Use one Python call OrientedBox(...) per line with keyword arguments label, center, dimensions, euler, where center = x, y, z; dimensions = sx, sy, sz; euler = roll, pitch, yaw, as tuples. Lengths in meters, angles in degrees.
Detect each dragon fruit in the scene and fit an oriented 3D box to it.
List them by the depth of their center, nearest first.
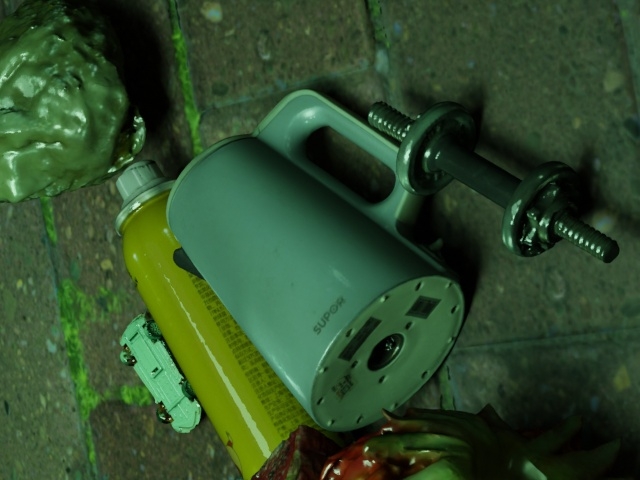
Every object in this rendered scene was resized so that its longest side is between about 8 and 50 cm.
OrientedBox(label="dragon fruit", center=(0.005, 0.243, 1.543), dimensions=(0.120, 0.161, 0.127), euler=(-46, 33, 40))

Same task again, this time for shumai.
OrientedBox(label="shumai", center=(-0.300, -0.120, 1.776), dimensions=(0.256, 0.218, 0.189), euler=(-11, 98, 63))

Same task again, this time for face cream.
OrientedBox(label="face cream", center=(-0.086, 0.078, 1.691), dimensions=(0.105, 0.105, 0.348), euler=(-47, 65, 40))

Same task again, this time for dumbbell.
OrientedBox(label="dumbbell", center=(0.129, -0.047, 1.468), dimensions=(0.254, 0.081, 0.081), euler=(34, 120, 36))

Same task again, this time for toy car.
OrientedBox(label="toy car", center=(-0.147, 0.126, 1.813), dimensions=(0.122, 0.035, 0.059), euler=(55, 131, 11))

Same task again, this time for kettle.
OrientedBox(label="kettle", center=(0.000, 0.000, 1.570), dimensions=(0.210, 0.160, 0.243), euler=(-51, 57, 10))

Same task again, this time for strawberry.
OrientedBox(label="strawberry", center=(0.084, 0.294, 1.437), dimensions=(0.292, 0.292, 0.343), euler=(48, 126, 28))

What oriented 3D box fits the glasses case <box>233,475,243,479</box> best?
OrientedBox(label="glasses case", center=(0.001, 0.355, 1.680), dimensions=(0.323, 0.074, 0.131), euler=(54, 130, 23))
